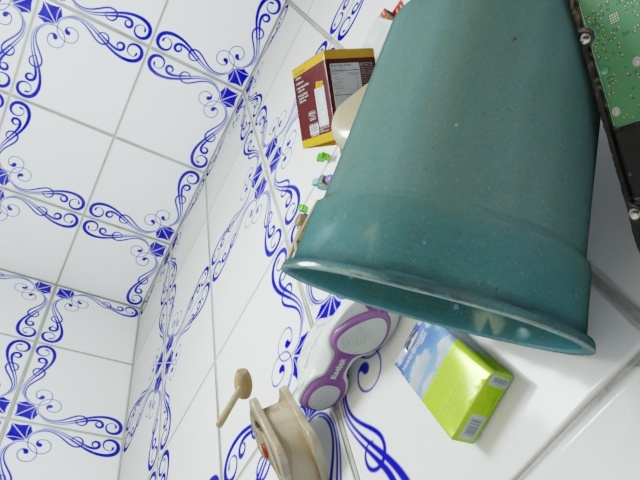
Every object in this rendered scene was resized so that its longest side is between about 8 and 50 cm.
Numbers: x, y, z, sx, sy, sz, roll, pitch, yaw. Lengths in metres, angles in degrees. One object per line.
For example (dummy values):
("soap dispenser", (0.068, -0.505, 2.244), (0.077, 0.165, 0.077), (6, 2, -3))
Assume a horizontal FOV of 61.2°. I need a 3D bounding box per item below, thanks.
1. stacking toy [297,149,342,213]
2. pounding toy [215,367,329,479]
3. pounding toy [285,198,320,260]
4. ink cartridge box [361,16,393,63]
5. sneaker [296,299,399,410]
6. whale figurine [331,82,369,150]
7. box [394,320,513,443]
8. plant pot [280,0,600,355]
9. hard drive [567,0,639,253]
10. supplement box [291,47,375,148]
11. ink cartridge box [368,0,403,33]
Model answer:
("stacking toy", (0.019, -0.145, 1.366), (0.221, 0.052, 0.167), (5, 74, 67))
("pounding toy", (-0.107, 0.379, 1.023), (0.269, 0.154, 0.154), (43, 145, 53))
("pounding toy", (-0.005, 0.005, 1.240), (0.181, 0.094, 0.206), (-61, 20, 24))
("ink cartridge box", (0.170, -0.413, 1.283), (0.232, 0.066, 0.189), (40, 108, 43))
("sneaker", (0.032, 0.168, 0.994), (0.305, 0.114, 0.152), (-57, 27, 26))
("whale figurine", (0.145, -0.263, 1.119), (0.216, 0.141, 0.272), (8, 54, 44))
("box", (0.178, 0.183, 0.760), (0.109, 0.042, 0.178), (-64, 24, 10))
("plant pot", (0.162, -0.077, 0.625), (0.341, 0.341, 0.334), (-3, 70, 64))
("hard drive", (0.348, -0.144, 0.437), (0.237, 0.064, 0.339), (-17, 89, 60))
("supplement box", (0.037, -0.329, 1.277), (0.191, 0.129, 0.194), (5, 105, 65))
("ink cartridge box", (0.170, -0.572, 1.410), (0.115, 0.029, 0.063), (-52, 28, 34))
